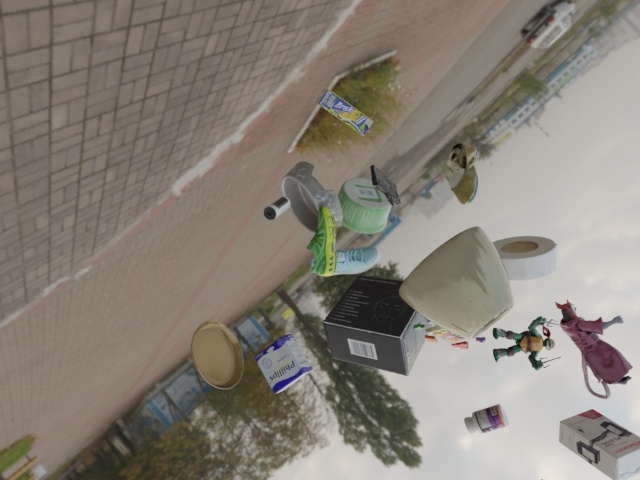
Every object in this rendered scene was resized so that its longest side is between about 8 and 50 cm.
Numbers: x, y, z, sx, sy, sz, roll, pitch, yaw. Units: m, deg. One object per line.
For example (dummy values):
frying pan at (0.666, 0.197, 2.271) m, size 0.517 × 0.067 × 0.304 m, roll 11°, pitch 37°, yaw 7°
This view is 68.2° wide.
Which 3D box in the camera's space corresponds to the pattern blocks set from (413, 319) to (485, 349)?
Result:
pattern blocks set at (0.583, 0.421, 2.126) m, size 0.285 × 0.324 × 0.026 m, roll 127°, pitch -23°, yaw -58°

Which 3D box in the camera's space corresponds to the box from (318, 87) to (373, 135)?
box at (0.076, -0.386, 1.423) m, size 0.054 × 0.169 × 0.059 m, roll -54°, pitch -168°, yaw 16°

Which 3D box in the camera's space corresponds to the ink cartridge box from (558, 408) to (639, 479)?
ink cartridge box at (1.010, 0.723, 1.686) m, size 0.172 × 0.100 × 0.237 m, roll -10°, pitch -165°, yaw -20°

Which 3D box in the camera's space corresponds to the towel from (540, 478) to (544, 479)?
towel at (0.629, 0.772, 1.114) m, size 0.037 × 0.329 × 0.237 m, roll 4°, pitch 107°, yaw -39°

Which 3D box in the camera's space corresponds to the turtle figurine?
turtle figurine at (0.705, 0.349, 1.593) m, size 0.234 × 0.175 × 0.118 m, roll -2°, pitch 164°, yaw 7°

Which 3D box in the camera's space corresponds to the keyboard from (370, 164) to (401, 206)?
keyboard at (0.211, -0.165, 1.527) m, size 0.023 × 0.108 × 0.180 m, roll -24°, pitch 153°, yaw 26°

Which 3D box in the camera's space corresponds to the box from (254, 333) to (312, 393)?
box at (-0.118, 0.392, 1.510) m, size 0.126 × 0.137 × 0.072 m, roll -39°, pitch 163°, yaw 15°

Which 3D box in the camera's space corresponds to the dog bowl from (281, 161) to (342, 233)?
dog bowl at (-0.050, -0.181, 2.152) m, size 0.102 × 0.349 × 0.349 m, roll -34°, pitch 173°, yaw -22°

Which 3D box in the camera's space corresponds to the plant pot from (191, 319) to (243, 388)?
plant pot at (-0.349, 0.384, 1.585) m, size 0.032 × 0.236 × 0.236 m, roll -27°, pitch -178°, yaw 25°

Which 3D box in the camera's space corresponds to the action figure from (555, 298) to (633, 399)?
action figure at (1.057, 0.402, 1.905) m, size 0.275 × 0.370 × 0.248 m, roll -39°, pitch 176°, yaw -13°

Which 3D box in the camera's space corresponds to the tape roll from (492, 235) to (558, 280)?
tape roll at (0.841, 0.071, 1.989) m, size 0.286 × 0.100 × 0.286 m, roll -11°, pitch -166°, yaw 3°

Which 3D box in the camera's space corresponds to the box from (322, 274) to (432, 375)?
box at (0.346, 0.464, 2.713) m, size 0.479 × 0.297 × 0.472 m, roll 6°, pitch -145°, yaw 32°

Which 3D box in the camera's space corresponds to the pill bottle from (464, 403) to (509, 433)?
pill bottle at (0.815, 0.887, 2.332) m, size 0.193 × 0.108 × 0.108 m, roll -27°, pitch -179°, yaw 20°

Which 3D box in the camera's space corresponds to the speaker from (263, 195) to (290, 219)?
speaker at (-0.164, -0.123, 1.789) m, size 0.055 × 0.055 × 0.136 m, roll -45°, pitch -179°, yaw 30°

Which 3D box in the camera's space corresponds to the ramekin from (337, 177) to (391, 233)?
ramekin at (0.220, -0.188, 2.428) m, size 0.303 × 0.303 × 0.148 m, roll -38°, pitch 155°, yaw -46°

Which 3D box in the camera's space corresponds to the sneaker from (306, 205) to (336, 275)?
sneaker at (0.000, 0.000, 1.966) m, size 0.123 × 0.296 × 0.109 m, roll -2°, pitch 170°, yaw 19°

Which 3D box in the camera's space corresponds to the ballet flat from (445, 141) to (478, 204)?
ballet flat at (0.540, -0.269, 1.831) m, size 0.123 × 0.123 × 0.349 m, roll -46°, pitch -164°, yaw 43°

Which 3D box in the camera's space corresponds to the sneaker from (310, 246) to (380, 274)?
sneaker at (0.123, 0.106, 2.440) m, size 0.365 × 0.135 × 0.150 m, roll -16°, pitch 161°, yaw 12°

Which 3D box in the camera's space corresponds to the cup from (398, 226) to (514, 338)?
cup at (0.442, 0.154, 1.439) m, size 0.331 × 0.237 × 0.331 m, roll -30°, pitch 153°, yaw -17°
